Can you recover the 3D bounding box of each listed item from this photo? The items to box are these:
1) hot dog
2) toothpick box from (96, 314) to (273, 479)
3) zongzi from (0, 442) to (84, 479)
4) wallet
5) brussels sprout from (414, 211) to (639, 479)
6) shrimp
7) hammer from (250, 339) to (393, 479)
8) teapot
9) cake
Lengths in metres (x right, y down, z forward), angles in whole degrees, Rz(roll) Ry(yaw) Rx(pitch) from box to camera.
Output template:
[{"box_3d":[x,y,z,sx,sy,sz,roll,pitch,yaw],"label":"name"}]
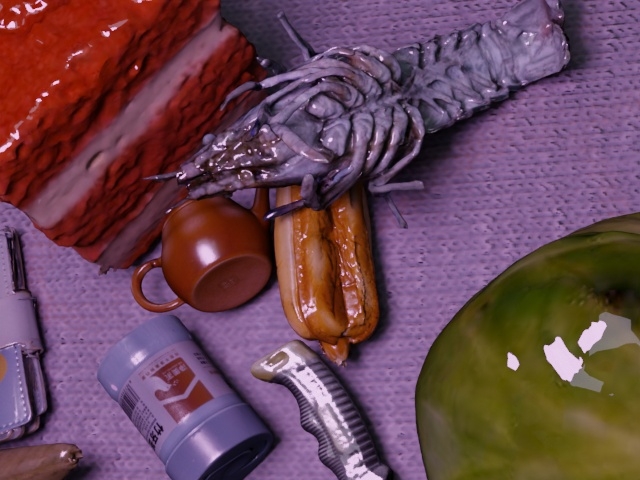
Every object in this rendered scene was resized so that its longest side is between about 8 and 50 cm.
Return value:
[{"box_3d":[0.000,0.000,1.356,0.076,0.102,0.249,-31,60,53],"label":"hot dog"},{"box_3d":[-0.129,0.158,1.347,0.101,0.101,0.153,-43,69,4],"label":"toothpick box"},{"box_3d":[-0.417,0.458,1.302,0.467,0.218,0.500,-14,73,14],"label":"zongzi"},{"box_3d":[-0.366,0.105,1.455,0.170,0.069,0.231,-18,71,18],"label":"wallet"},{"box_3d":[0.259,0.129,1.136,0.371,0.276,0.315,-15,77,20],"label":"brussels sprout"},{"box_3d":[0.046,-0.117,1.285,0.410,0.166,0.221,-23,89,-30],"label":"shrimp"},{"box_3d":[0.023,0.193,1.309,0.159,0.041,0.226,-33,78,6],"label":"hammer"},{"box_3d":[-0.111,0.005,1.377,0.173,0.116,0.116,-34,69,5],"label":"teapot"},{"box_3d":[-0.239,-0.167,1.348,0.269,0.319,0.270,41,86,24],"label":"cake"}]
